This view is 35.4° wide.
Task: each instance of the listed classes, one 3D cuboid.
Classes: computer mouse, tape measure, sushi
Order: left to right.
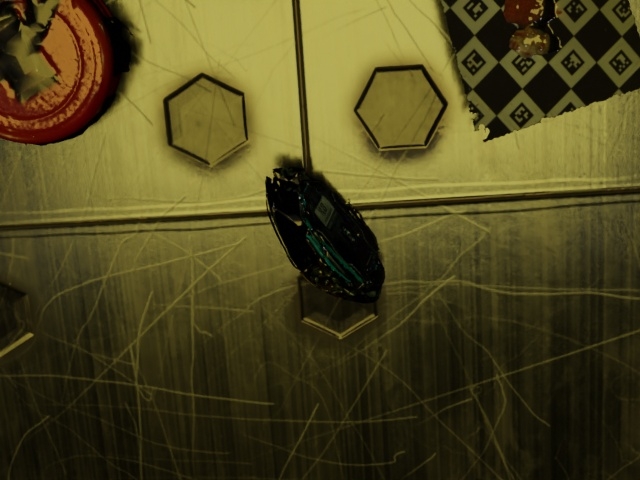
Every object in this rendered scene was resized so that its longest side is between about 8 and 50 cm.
[{"bbox_3d":[-0.383,-0.259,1.339,0.253,0.114,0.260,-30,103,10],"label":"tape measure"},{"bbox_3d":[0.000,0.000,1.399,0.077,0.146,0.242,-31,107,29],"label":"computer mouse"},{"bbox_3d":[0.283,-0.305,1.344,0.264,0.050,0.290,-21,102,-7],"label":"sushi"}]
